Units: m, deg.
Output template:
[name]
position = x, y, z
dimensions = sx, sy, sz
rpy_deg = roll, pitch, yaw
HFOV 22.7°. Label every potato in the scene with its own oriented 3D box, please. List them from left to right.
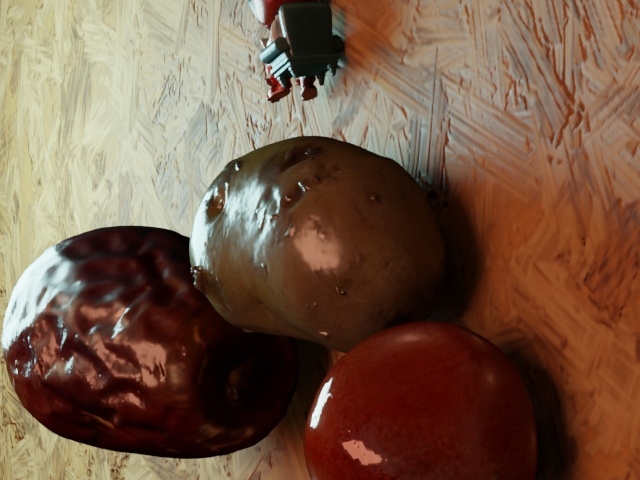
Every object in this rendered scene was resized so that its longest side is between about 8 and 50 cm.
[potato]
position = 0.000, 0.000, 1.238
dimensions = 0.262, 0.165, 0.165
rpy_deg = 4, 93, 53

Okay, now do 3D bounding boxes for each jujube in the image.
[jujube]
position = -0.156, 0.095, 1.443
dimensions = 0.318, 0.223, 0.223
rpy_deg = 13, 102, 53

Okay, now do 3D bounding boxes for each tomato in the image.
[tomato]
position = 0.072, 0.145, 1.094
dimensions = 0.167, 0.167, 0.167
rpy_deg = 0, 90, 61

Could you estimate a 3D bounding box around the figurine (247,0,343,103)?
[figurine]
position = -0.027, -0.194, 1.366
dimensions = 0.075, 0.068, 0.140
rpy_deg = -41, 57, 57
